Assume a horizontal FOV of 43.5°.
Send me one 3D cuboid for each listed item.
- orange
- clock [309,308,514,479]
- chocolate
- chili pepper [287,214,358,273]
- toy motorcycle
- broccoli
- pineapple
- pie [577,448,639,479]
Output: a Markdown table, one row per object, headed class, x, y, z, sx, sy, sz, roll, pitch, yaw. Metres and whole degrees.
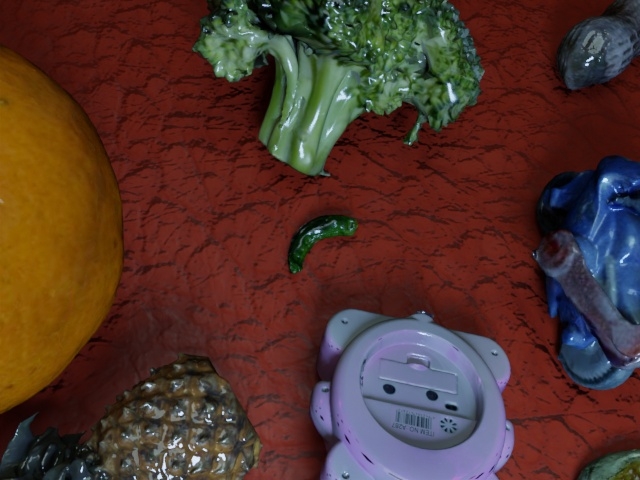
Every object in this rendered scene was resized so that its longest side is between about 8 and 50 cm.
| class | x | y | z | sx | sy | sz | roll | pitch | yaw |
| --- | --- | --- | --- | --- | --- | --- | --- | --- | --- |
| orange | -0.413 | -0.005 | 0.805 | 0.423 | 0.326 | 0.424 | 9 | 68 | -23 |
| clock | 0.100 | 0.193 | 0.882 | 0.227 | 0.090 | 0.248 | 12 | 41 | -2 |
| chocolate | 0.464 | -0.320 | 1.269 | 0.248 | 0.110 | 0.110 | -37 | 72 | -30 |
| chili pepper | -0.006 | -0.005 | 1.044 | 0.118 | 0.035 | 0.055 | -35 | 54 | -29 |
| toy motorcycle | 0.389 | 0.024 | 0.995 | 0.241 | 0.182 | 0.319 | -17 | 57 | 25 |
| broccoli | 0.017 | -0.263 | 1.063 | 0.317 | 0.338 | 0.277 | -39 | 42 | -5 |
| pineapple | -0.243 | 0.245 | 0.791 | 0.364 | 0.166 | 0.166 | -25 | 67 | -19 |
| pie | 0.375 | 0.329 | 0.913 | 0.186 | 0.041 | 0.187 | 5 | 60 | -8 |
